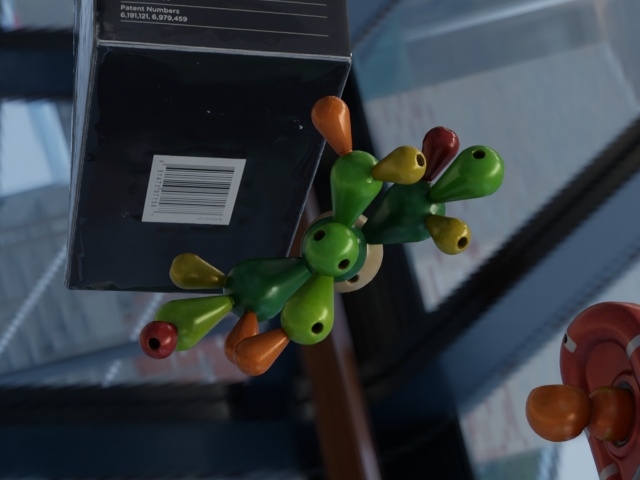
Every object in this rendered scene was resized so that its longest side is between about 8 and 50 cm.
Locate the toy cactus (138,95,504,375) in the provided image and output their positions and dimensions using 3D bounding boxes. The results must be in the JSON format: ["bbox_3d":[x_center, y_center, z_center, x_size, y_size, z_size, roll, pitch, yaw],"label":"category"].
[{"bbox_3d":[0.000,0.000,1.014,0.112,0.219,0.180,52,4,4],"label":"toy cactus"}]

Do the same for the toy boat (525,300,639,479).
[{"bbox_3d":[0.260,0.157,1.617,0.231,0.151,0.151,-100,-157,-49],"label":"toy boat"}]

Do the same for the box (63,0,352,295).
[{"bbox_3d":[-0.098,-0.173,1.366,0.343,0.179,0.313,110,-21,-58],"label":"box"}]
